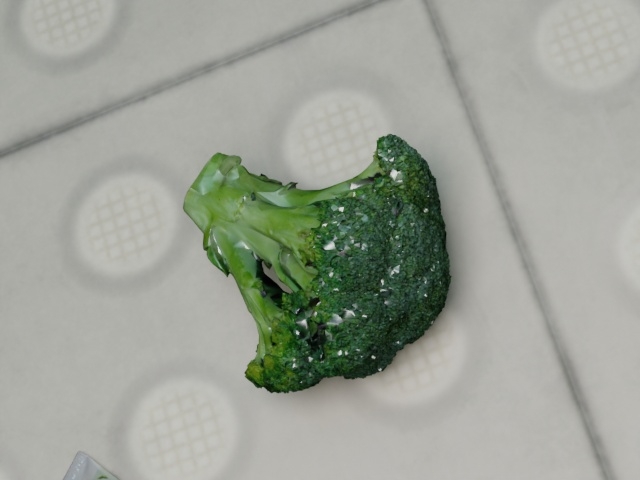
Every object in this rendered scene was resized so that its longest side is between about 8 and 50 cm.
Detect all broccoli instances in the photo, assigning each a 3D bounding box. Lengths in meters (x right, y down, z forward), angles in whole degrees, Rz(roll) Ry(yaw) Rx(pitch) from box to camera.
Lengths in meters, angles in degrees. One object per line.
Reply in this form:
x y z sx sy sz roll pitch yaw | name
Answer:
0.000 0.000 1.581 0.269 0.269 0.254 36 118 25 | broccoli

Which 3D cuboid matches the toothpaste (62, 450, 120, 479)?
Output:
-0.132 0.303 1.608 0.314 0.056 0.058 25 38 26 | toothpaste
